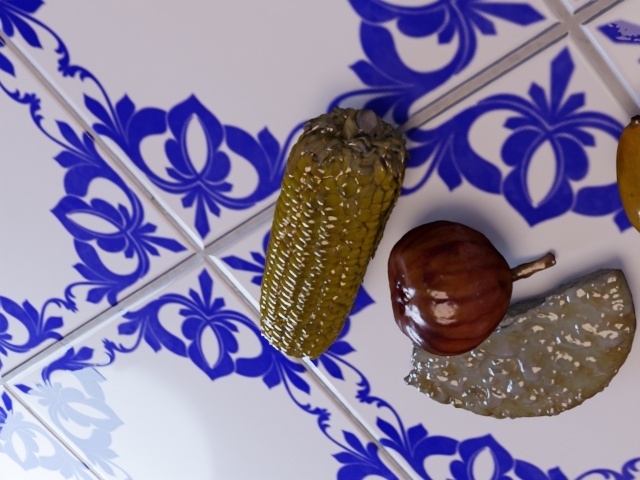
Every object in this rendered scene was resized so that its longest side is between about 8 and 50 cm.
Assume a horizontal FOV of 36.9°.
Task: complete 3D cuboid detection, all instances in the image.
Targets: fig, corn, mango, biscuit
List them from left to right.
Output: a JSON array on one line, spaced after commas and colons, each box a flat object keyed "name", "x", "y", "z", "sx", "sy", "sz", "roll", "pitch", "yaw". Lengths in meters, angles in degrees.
[{"name": "corn", "x": 0.000, "y": 0.000, "z": 0.944, "sx": 0.115, "sy": 0.115, "sz": 0.318, "roll": 25, "pitch": 132, "yaw": 8}, {"name": "fig", "x": 0.128, "y": 0.032, "z": 0.908, "sx": 0.128, "sy": 0.150, "sz": 0.128, "roll": 40, "pitch": 166, "yaw": 12}, {"name": "biscuit", "x": 0.212, "y": 0.121, "z": 0.973, "sx": 0.290, "sy": 0.038, "sz": 0.141, "roll": -28, "pitch": 109, "yaw": 41}, {"name": "mango", "x": 0.303, "y": -0.030, "z": 0.789, "sx": 0.098, "sy": 0.075, "sz": 0.190, "roll": -16, "pitch": 123, "yaw": 41}]
